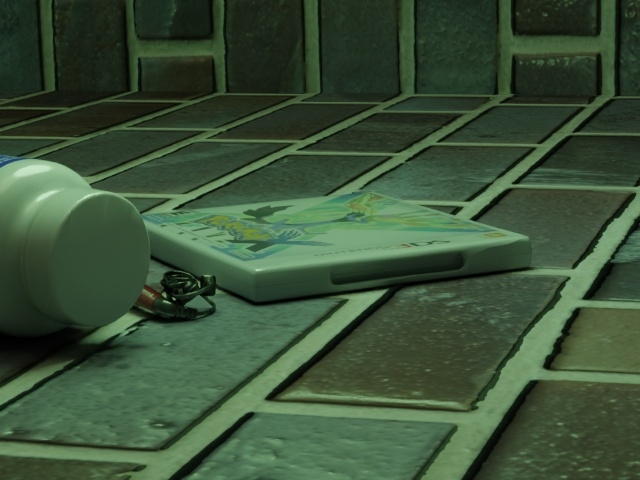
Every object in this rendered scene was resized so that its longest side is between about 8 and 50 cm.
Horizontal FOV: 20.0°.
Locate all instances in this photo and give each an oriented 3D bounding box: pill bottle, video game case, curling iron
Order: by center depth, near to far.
[{"bbox_3d":[-0.279,0.002,1.557,0.272,0.152,0.152,8,14,41],"label":"pill bottle"},{"bbox_3d":[-0.185,0.034,1.688,0.068,0.035,0.274,-5,11,-38],"label":"curling iron"},{"bbox_3d":[0.000,0.000,1.840,0.300,0.036,0.329,-6,12,-26],"label":"video game case"}]
